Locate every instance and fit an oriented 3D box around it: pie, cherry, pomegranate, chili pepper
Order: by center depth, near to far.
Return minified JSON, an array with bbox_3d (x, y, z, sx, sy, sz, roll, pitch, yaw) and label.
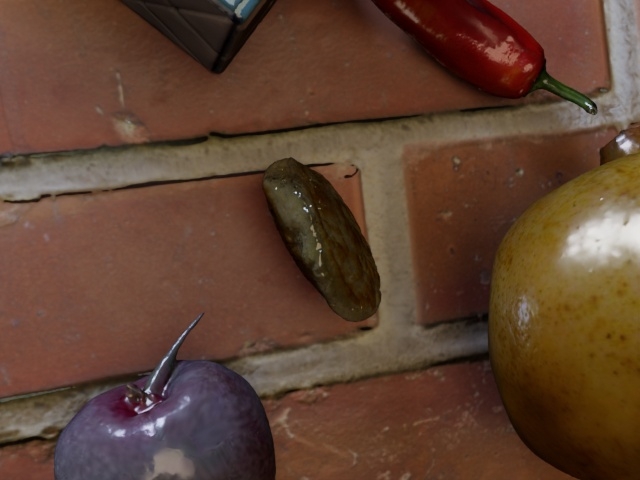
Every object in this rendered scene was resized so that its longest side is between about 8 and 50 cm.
[{"bbox_3d":[-0.151,0.226,0.723,0.213,0.183,0.266,-19,93,-9],"label":"cherry"},{"bbox_3d":[0.372,0.069,0.752,0.416,0.416,0.417,0,91,-14],"label":"pomegranate"},{"bbox_3d":[0.000,0.000,0.774,0.079,0.163,0.193,-30,92,8],"label":"pie"},{"bbox_3d":[0.147,-0.241,0.814,0.368,0.137,0.092,23,115,-22],"label":"chili pepper"}]

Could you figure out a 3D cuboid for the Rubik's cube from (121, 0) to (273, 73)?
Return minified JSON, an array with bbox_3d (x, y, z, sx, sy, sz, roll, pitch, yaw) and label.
[{"bbox_3d":[-0.114,-0.334,0.701,0.231,0.221,0.225,37,83,-12],"label":"Rubik's cube"}]
